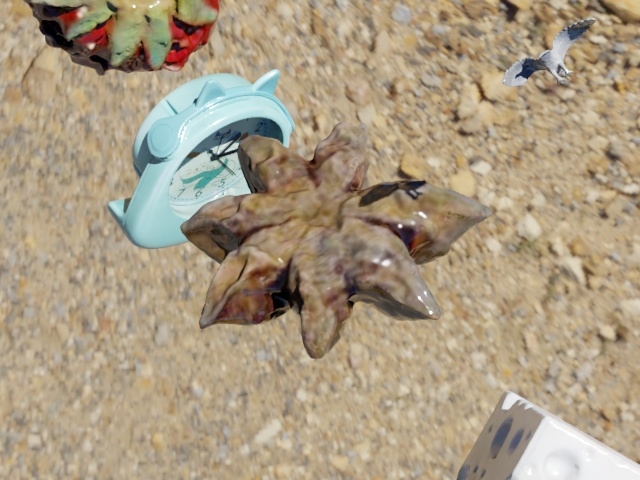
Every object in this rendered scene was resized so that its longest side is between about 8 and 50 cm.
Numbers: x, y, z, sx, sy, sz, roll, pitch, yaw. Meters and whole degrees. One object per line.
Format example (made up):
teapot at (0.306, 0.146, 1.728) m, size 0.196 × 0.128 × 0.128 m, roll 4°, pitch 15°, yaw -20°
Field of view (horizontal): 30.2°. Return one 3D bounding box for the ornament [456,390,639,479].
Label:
ornament at (0.267, 0.334, 1.296) m, size 0.240 × 0.240 × 0.239 m, roll 31°, pitch 89°, yaw -1°

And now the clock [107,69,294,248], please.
clock at (-0.145, -0.118, 1.542) m, size 0.224 × 0.094 × 0.274 m, roll -15°, pitch 143°, yaw -41°

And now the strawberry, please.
strawberry at (-0.250, -0.396, 1.474) m, size 0.295 × 0.345 × 0.317 m, roll -24°, pitch 131°, yaw 7°

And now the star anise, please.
star anise at (0.015, -0.012, 1.176) m, size 0.315 × 0.315 × 0.108 m, roll -23°, pitch 136°, yaw 0°

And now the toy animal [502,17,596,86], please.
toy animal at (0.184, -0.136, 0.921) m, size 0.084 × 0.028 × 0.050 m, roll -33°, pitch 125°, yaw 14°
